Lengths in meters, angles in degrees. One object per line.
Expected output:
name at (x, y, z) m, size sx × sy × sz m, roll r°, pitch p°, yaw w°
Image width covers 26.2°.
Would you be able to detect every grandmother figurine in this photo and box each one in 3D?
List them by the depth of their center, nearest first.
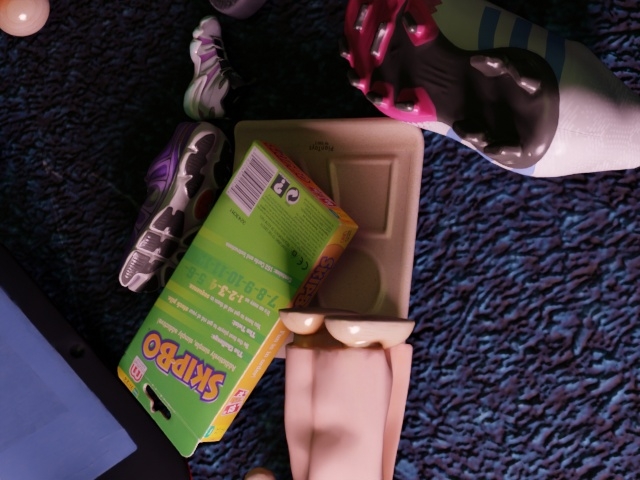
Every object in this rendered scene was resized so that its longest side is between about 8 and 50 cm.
grandmother figurine at (0.017, 0.229, 1.085) m, size 0.208 × 0.104 × 0.342 m, roll 6°, pitch 93°, yaw 60°

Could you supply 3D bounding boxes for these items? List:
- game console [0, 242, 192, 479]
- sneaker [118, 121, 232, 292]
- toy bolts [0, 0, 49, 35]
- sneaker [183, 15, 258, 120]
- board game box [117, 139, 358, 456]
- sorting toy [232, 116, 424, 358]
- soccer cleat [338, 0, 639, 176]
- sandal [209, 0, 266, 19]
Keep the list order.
game console at (-0.340, 0.185, 1.201) m, size 0.386 × 0.342 × 0.060 m, roll 45°, pitch 146°, yaw 21°
sneaker at (-0.140, -0.031, 1.276) m, size 0.071 × 0.068 × 0.170 m, roll 23°, pitch 86°, yaw 49°
toy bolts at (-0.283, -0.337, 1.403) m, size 0.228 × 0.158 × 0.218 m, roll -30°, pitch 26°, yaw 36°
sneaker at (-0.087, -0.158, 1.272) m, size 0.069 × 0.038 × 0.098 m, roll 9°, pitch 95°, yaw 32°
board game box at (-0.079, 0.054, 1.188) m, size 0.124 × 0.039 × 0.259 m, roll 45°, pitch 110°, yaw 32°
sorting toy at (0.000, 0.000, 1.189) m, size 0.193 × 0.038 × 0.208 m, roll 2°, pitch 87°, yaw 33°
soccer cleat at (0.132, -0.128, 1.090) m, size 0.331 × 0.143 × 0.116 m, roll 46°, pitch 124°, yaw 54°
sandal at (-0.005, -0.295, 1.240) m, size 0.254 × 0.054 × 0.097 m, roll -34°, pitch 57°, yaw 34°
